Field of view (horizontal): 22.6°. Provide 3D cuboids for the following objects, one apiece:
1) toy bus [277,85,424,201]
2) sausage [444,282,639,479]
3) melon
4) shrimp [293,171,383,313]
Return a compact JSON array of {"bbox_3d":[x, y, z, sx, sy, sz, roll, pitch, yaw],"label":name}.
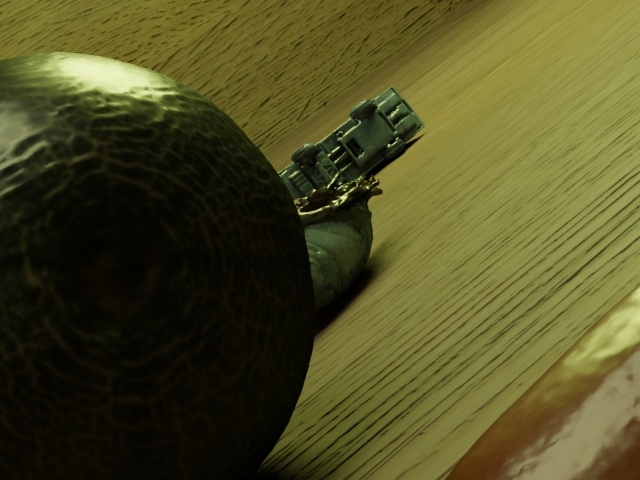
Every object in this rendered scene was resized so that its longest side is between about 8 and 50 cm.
[{"bbox_3d":[0.019,-0.080,1.569,0.190,0.064,0.075,-40,3,-32],"label":"toy bus"},{"bbox_3d":[0.101,0.034,0.362,0.197,0.076,0.076,-38,7,-14],"label":"sausage"},{"bbox_3d":[-0.129,0.036,0.753,0.237,0.237,0.302,-38,4,-23],"label":"melon"},{"bbox_3d":[0.000,0.000,1.080,0.233,0.079,0.090,-42,-29,-60],"label":"shrimp"}]
